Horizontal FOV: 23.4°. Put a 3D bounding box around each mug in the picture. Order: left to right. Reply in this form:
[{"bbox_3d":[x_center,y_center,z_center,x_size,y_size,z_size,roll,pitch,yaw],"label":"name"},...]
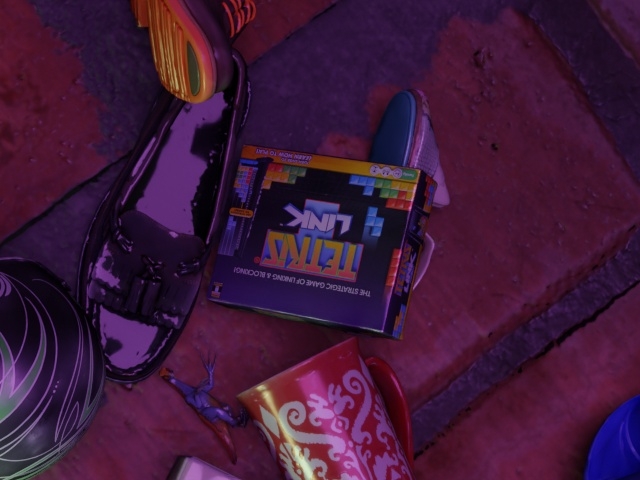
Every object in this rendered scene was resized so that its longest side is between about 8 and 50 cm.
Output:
[{"bbox_3d":[0.032,0.172,1.290,0.150,0.113,0.169,-24,85,-22],"label":"mug"}]

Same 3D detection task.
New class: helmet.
[{"bbox_3d":[-0.255,0.112,1.236,0.169,0.169,0.162,-24,71,-12],"label":"helmet"}]

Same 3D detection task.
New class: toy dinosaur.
[{"bbox_3d":[-0.104,0.140,1.322,0.082,0.047,0.090,14,91,10],"label":"toy dinosaur"}]

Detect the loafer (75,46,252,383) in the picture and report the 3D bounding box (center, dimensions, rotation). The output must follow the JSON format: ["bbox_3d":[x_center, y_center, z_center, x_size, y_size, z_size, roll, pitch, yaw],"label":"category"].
[{"bbox_3d":[-0.132,-0.028,1.307,0.109,0.095,0.303,19,80,-9],"label":"loafer"}]

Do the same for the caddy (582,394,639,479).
[{"bbox_3d":[0.387,0.259,1.325,0.341,0.179,0.241,37,56,-3],"label":"caddy"}]

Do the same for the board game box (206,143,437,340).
[{"bbox_3d":[0.000,0.000,1.308,0.170,0.048,0.141,9,80,25],"label":"board game box"}]

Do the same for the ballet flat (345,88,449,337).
[{"bbox_3d":[0.070,-0.020,1.361,0.079,0.077,0.222,19,85,-26],"label":"ballet flat"}]

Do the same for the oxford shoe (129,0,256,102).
[{"bbox_3d":[-0.096,-0.195,1.260,0.098,0.271,0.097,-9,123,-12],"label":"oxford shoe"}]

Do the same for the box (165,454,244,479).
[{"bbox_3d":[-0.125,0.321,1.266,0.113,0.094,0.275,28,79,-6],"label":"box"}]
